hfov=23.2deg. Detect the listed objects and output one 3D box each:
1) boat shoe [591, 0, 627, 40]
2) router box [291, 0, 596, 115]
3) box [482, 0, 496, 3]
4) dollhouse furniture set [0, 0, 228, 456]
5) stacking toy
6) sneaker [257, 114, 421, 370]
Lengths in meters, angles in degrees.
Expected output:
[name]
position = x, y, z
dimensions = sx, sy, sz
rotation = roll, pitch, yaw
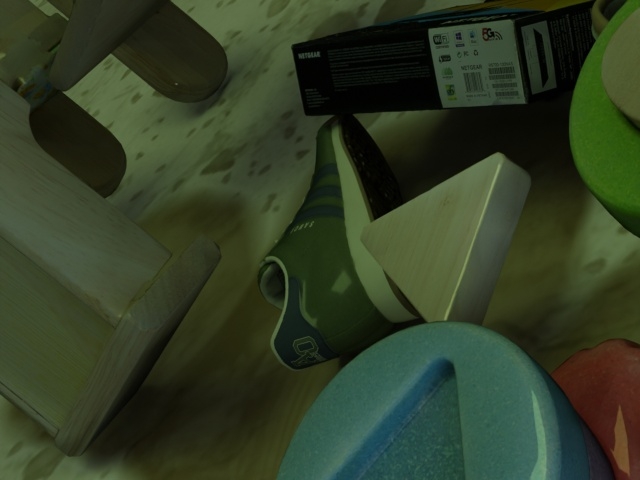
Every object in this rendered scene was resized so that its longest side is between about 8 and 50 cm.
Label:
[boat shoe]
position = 0.230, -0.071, 0.636
dimensions = 0.285, 0.089, 0.104
rotation = 0, 48, 51
[router box]
position = 0.090, -0.103, 0.840
dimensions = 0.133, 0.046, 0.179
rotation = -19, 13, -36
[box]
position = 0.136, -0.154, 0.950
dimensions = 0.083, 0.018, 0.067
rotation = -52, 30, -19
[dollhouse furniture set]
position = -0.108, -0.114, 0.941
dimensions = 0.394, 0.256, 0.362
rotation = -50, -2, -36
[stacking toy]
position = 0.092, 0.006, 0.565
dimensions = 0.309, 0.130, 0.279
rotation = -37, 42, 25
[sneaker]
position = 0.000, 0.000, 0.849
dimensions = 0.086, 0.064, 0.192
rotation = -34, 29, 13
